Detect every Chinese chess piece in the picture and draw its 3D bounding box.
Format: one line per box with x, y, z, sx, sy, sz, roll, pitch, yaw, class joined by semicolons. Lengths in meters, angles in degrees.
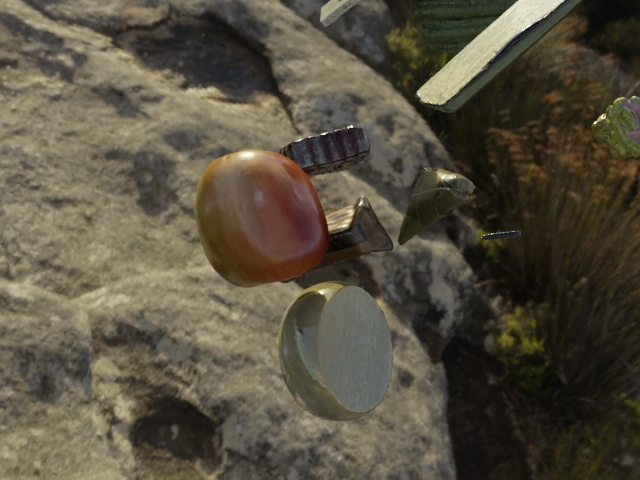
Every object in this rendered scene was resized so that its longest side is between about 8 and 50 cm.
0.033;0.210;1.530;0.273;0.102;0.273;20;64;-50;Chinese chess piece

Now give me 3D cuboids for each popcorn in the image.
0.661;-0.240;1.706;0.145;0.126;0.125;-9;80;-40;popcorn

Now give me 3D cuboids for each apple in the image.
-0.102;-0.043;1.433;0.242;0.242;0.241;-14;88;-37;apple

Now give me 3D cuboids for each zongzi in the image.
0.222;-0.058;1.588;0.078;0.176;0.160;26;2;-17;zongzi

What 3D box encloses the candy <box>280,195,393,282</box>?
0.000;0.000;1.624;0.143;0.271;0.101;61;24;-24;candy

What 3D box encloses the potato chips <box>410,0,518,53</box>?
0.388;-0.592;1.767;0.429;0.358;0.070;-5;44;3;potato chips

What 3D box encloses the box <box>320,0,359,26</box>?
0.070;-0.573;1.871;0.024;0.167;0.090;45;27;-26;box

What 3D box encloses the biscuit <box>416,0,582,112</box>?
0.267;-0.283;1.080;0.038;0.322;0.099;48;-1;-30;biscuit

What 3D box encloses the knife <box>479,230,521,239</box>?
0.524;-0.014;2.326;0.121;0.031;0.018;-5;80;11;knife

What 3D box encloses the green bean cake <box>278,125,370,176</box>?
0.007;-0.226;2.117;0.233;0.198;0.097;-17;90;-22;green bean cake
